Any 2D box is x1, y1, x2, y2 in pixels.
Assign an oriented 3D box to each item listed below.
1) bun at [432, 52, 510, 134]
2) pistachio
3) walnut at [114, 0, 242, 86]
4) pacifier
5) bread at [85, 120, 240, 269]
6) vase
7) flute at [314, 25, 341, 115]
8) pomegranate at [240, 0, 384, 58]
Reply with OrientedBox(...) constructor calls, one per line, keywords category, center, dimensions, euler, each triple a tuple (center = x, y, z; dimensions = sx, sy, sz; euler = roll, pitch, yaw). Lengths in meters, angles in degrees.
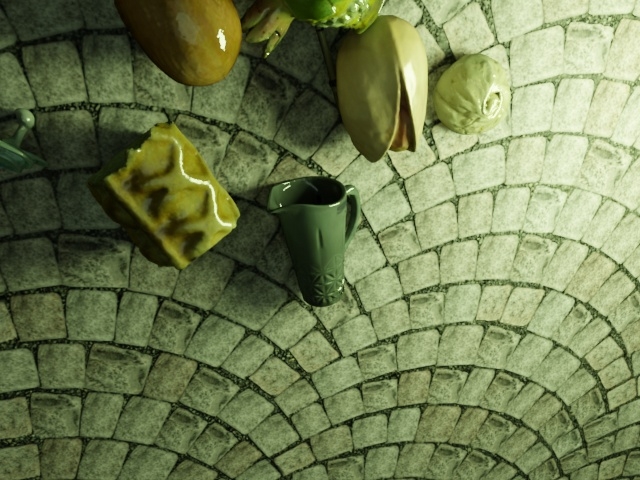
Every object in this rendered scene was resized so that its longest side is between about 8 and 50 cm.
OrientedBox(category="bun", center=(0.339, -0.309, 1.375), dimensions=(0.183, 0.102, 0.184), euler=(-6, 118, -11))
OrientedBox(category="pistachio", center=(0.131, -0.302, 1.267), dimensions=(0.187, 0.187, 0.299), euler=(-17, 123, -8))
OrientedBox(category="walnut", center=(-0.249, -0.412, 1.090), dimensions=(0.203, 0.203, 0.298), euler=(-27, 115, -2))
OrientedBox(category="pacifier", center=(-0.568, -0.191, 1.163), dimensions=(0.150, 0.126, 0.117), euler=(25, 82, -19))
OrientedBox(category="bread", center=(-0.310, -0.085, 1.236), dimensions=(0.252, 0.238, 0.196), euler=(48, 58, -25))
OrientedBox(category="vase", center=(0.000, 0.000, 1.416), dimensions=(0.251, 0.156, 0.301), euler=(-31, 131, -30))
OrientedBox(category="flute", center=(0.019, -0.364, 1.292), dimensions=(0.027, 0.027, 0.233), euler=(-22, 120, -5))
OrientedBox(category="pomegranate", center=(-0.020, -0.460, 1.127), dimensions=(0.301, 0.236, 0.236), euler=(-27, 123, 22))
